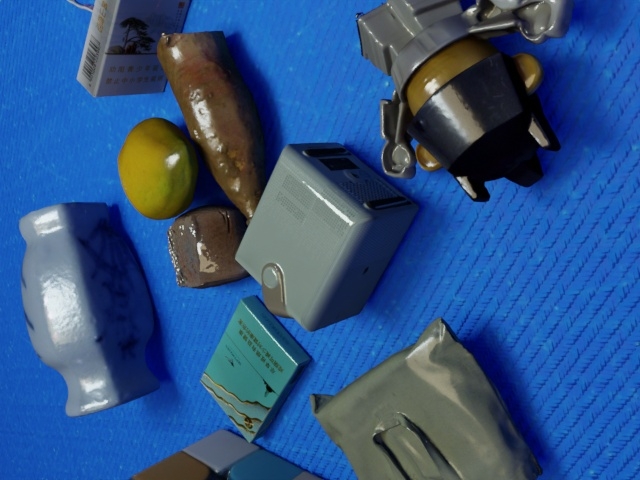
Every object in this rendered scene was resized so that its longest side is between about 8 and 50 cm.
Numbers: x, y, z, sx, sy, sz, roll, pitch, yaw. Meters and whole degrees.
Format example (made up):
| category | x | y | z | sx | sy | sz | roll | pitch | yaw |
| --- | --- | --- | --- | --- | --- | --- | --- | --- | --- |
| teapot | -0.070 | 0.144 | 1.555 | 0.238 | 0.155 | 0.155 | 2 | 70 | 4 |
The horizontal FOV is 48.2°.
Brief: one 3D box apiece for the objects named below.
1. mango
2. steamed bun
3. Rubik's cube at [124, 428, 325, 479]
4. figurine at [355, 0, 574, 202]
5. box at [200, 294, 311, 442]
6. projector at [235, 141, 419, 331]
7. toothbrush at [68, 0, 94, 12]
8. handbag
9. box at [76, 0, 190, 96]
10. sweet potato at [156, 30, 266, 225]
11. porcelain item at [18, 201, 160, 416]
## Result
| category | x | y | z | sx | sy | sz | roll | pitch | yaw |
| --- | --- | --- | --- | --- | --- | --- | --- | --- | --- |
| mango | -0.273 | -0.123 | 1.226 | 0.317 | 0.119 | 0.176 | 8 | 100 | 63 |
| steamed bun | -0.199 | 0.012 | 1.248 | 0.175 | 0.106 | 0.144 | -17 | 90 | 45 |
| Rubik's cube | -0.173 | 0.586 | 1.220 | 0.344 | 0.347 | 0.347 | 12 | 109 | 38 |
| figurine | 0.160 | -0.185 | 0.855 | 0.308 | 0.143 | 0.308 | 36 | 134 | 49 |
| box | -0.123 | 0.232 | 1.283 | 0.162 | 0.041 | 0.229 | 45 | 127 | 24 |
| projector | 0.000 | 0.000 | 1.032 | 0.177 | 0.163 | 0.242 | 42 | 123 | 27 |
| toothbrush | -0.445 | -0.448 | 1.401 | 0.204 | 0.017 | 0.022 | 35 | 141 | 30 |
| handbag | 0.141 | 0.274 | 1.019 | 0.316 | 0.109 | 0.253 | -40 | 79 | 40 |
| box | -0.313 | -0.361 | 1.217 | 0.067 | 0.149 | 0.233 | 42 | 126 | 22 |
| sweet potato | -0.150 | -0.182 | 1.141 | 0.131 | 0.131 | 0.336 | -31 | 81 | 42 |
| porcelain item | -0.466 | 0.132 | 1.431 | 0.178 | 0.242 | 0.405 | -19 | 86 | 24 |
